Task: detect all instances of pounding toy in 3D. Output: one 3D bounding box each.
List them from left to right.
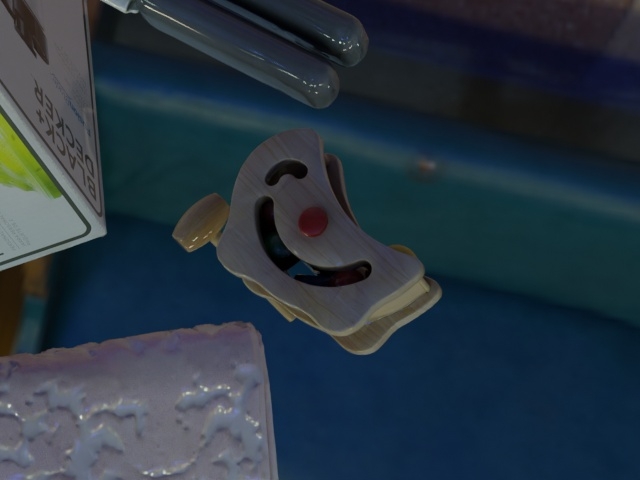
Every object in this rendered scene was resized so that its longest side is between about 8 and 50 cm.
[{"bbox_3d":[0.000,0.000,1.676,0.269,0.154,0.155,31,173,26],"label":"pounding toy"}]

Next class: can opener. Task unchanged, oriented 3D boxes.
[{"bbox_3d":[-0.098,-0.181,1.226,0.280,0.074,0.093,31,169,19],"label":"can opener"}]

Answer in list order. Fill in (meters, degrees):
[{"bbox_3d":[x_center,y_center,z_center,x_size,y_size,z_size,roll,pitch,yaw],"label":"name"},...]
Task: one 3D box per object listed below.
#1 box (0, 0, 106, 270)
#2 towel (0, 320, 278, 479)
[{"bbox_3d":[-0.188,-0.143,0.893,0.087,0.290,0.169,-17,141,10],"label":"box"},{"bbox_3d":[-0.188,0.242,1.428,0.331,0.317,0.053,-7,179,-21],"label":"towel"}]
